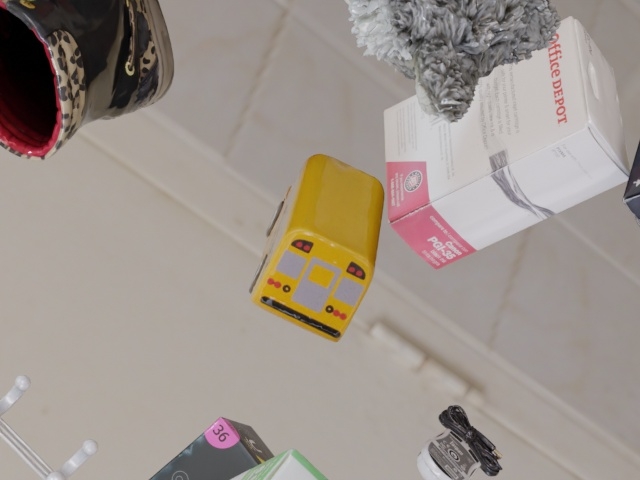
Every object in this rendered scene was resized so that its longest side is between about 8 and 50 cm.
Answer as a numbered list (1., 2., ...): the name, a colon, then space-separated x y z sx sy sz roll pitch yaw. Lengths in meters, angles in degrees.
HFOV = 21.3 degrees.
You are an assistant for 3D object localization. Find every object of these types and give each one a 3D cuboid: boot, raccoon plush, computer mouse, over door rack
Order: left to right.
1. over door rack: -0.406 0.228 1.832 0.108 0.239 0.324 -48 -2 36
2. boot: -0.292 -0.277 1.748 0.138 0.377 0.284 -11 18 21
3. raccoon plush: 0.078 -0.273 1.348 0.216 0.299 0.446 -37 -6 -5
4. computer mouse: 0.158 0.265 2.076 0.042 0.106 0.193 -45 -12 22

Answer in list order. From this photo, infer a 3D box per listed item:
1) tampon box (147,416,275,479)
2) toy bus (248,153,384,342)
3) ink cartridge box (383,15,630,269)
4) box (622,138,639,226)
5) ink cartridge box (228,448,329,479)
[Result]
1. tampon box: -0.110 0.278 1.722 0.161 0.101 0.120 -42 72 4
2. toy bus: 0.000 0.000 1.898 0.333 0.108 0.130 -77 12 -69
3. ink cartridge box: 0.225 -0.118 2.085 0.283 0.117 0.207 -25 41 26
4. box: 0.510 -0.049 1.927 0.182 0.294 0.296 -22 28 35
5. ink cartridge box: -0.049 0.313 1.419 0.121 0.211 0.289 -52 11 -35
